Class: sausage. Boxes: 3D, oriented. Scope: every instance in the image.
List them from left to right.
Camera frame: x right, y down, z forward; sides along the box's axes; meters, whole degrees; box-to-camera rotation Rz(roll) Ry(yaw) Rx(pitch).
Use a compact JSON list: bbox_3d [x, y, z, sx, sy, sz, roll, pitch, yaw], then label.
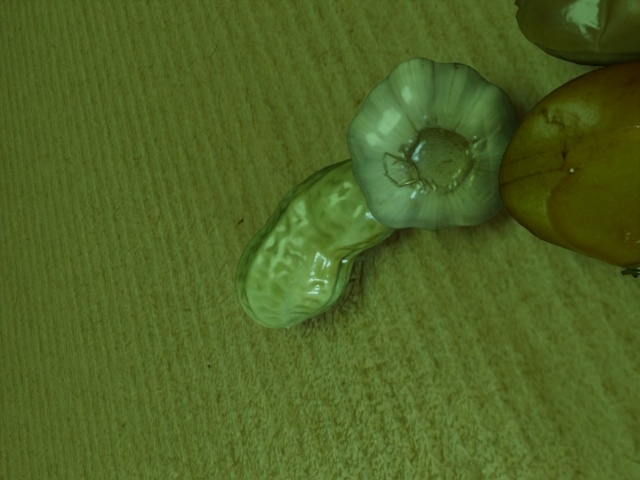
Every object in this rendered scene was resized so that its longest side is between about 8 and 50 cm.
[{"bbox_3d":[0.326,-0.222,0.848,0.354,0.116,0.134,18,99,55],"label":"sausage"}]

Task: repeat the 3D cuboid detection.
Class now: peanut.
[{"bbox_3d":[0.000,0.000,1.205,0.305,0.147,0.147,-52,45,25],"label":"peanut"}]

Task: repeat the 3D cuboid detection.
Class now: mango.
[{"bbox_3d":[0.269,-0.073,0.866,0.257,0.138,0.187,13,119,53],"label":"mango"}]

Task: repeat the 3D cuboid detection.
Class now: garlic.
[{"bbox_3d":[0.126,-0.115,1.079,0.226,0.199,0.199,-86,20,-71],"label":"garlic"}]
